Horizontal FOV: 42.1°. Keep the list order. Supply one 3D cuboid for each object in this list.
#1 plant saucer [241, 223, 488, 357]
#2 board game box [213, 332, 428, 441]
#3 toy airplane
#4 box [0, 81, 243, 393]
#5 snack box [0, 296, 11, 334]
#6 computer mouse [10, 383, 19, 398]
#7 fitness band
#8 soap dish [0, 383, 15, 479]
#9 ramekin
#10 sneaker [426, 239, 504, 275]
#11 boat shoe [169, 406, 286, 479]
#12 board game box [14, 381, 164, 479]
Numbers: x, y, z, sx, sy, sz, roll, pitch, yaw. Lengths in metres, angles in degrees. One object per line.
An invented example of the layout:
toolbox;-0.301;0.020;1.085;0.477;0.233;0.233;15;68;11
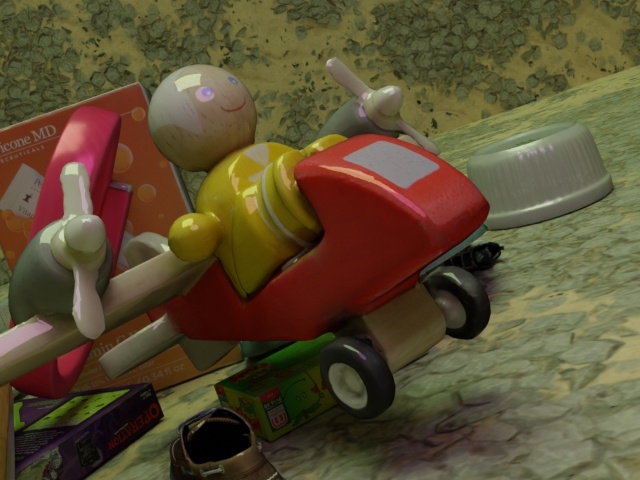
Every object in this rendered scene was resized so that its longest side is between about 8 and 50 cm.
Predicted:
plant saucer;0.041;0.042;0.963;0.318;0.043;0.317;-28;0;0
board game box;0.002;0.120;0.782;0.181;0.043;0.092;-24;10;-28
toy airplane;-0.072;-0.011;0.700;0.384;0.272;0.386;-20;11;7
box;-0.253;0.007;1.019;0.215;0.345;0.168;-21;9;-5
snack box;-0.775;0.193;1.859;0.175;0.070;0.207;-15;11;28
computer mouse;-0.463;0.223;1.150;0.106;0.042;0.193;-20;14;29
fitness band;-0.242;0.012;0.827;0.054;0.290;0.209;13;1;-5
soap dish;-0.381;0.189;0.709;0.229;0.118;0.291;-33;21;-10
ramekin;0.316;-0.101;1.233;0.207;0.109;0.207;-19;10;3
sneaker;0.180;0.021;1.011;0.098;0.038;0.069;-24;10;-27
boat shoe;-0.074;0.161;0.625;0.066;0.066;0.183;-24;10;-28
board game box;-0.356;0.229;0.879;0.347;0.056;0.208;-13;7;35
